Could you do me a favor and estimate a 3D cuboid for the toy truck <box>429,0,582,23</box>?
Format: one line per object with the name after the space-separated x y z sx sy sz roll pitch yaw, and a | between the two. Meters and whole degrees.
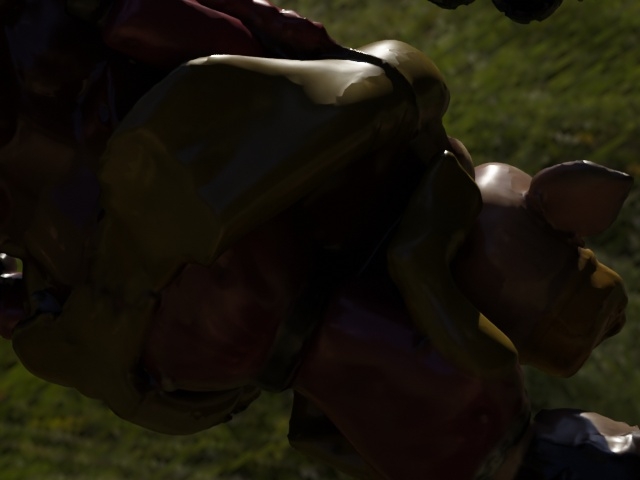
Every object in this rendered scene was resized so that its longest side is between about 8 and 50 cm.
0.039 -0.183 0.940 0.243 0.125 0.101 12 -1 22 | toy truck

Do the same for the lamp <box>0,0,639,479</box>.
0.000 0.000 0.489 0.118 0.253 0.118 -157 90 -89 | lamp
